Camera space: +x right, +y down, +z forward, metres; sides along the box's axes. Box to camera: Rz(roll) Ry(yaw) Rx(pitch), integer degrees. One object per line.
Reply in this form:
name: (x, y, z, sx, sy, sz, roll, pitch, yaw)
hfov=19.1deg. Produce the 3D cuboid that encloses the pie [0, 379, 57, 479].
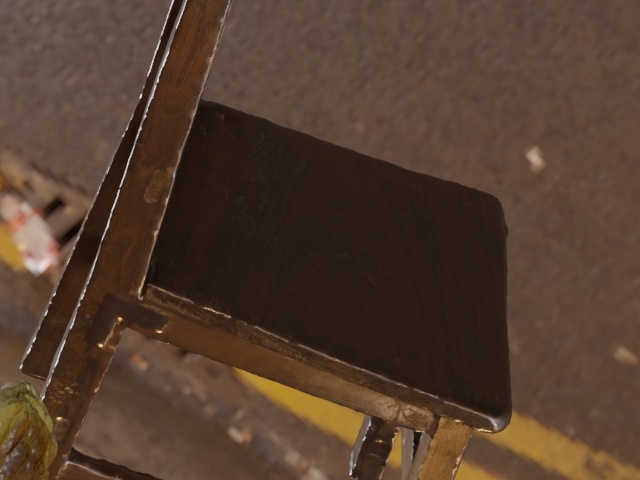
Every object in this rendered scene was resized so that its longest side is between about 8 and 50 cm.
pie: (-0.138, 0.097, 0.810, 0.020, 0.084, 0.084, 18, 145, 20)

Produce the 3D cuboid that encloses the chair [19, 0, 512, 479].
chair: (0.000, 0.000, 0.992, 0.241, 0.203, 0.416, 20, 124, -9)
